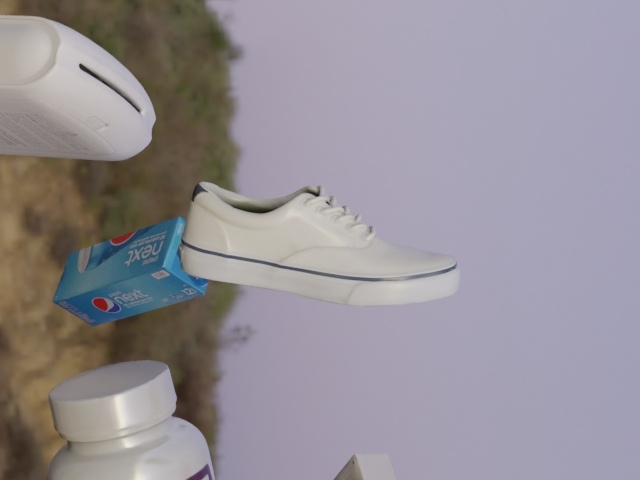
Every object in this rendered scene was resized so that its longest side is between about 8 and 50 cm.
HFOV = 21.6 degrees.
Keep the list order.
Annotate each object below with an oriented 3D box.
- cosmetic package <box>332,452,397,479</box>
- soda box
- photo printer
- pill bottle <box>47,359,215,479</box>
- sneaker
[{"bbox_3d":[0.030,0.391,2.252,0.239,0.060,0.099,-55,-137,41],"label":"cosmetic package"},{"bbox_3d":[-0.216,0.038,1.939,0.210,0.067,0.071,-16,-131,43],"label":"soda box"},{"bbox_3d":[-0.363,-0.180,1.992,0.256,0.307,0.107,40,58,-61],"label":"photo printer"},{"bbox_3d":[-0.184,0.283,1.710,0.169,0.169,0.301,-148,-134,-74],"label":"pill bottle"},{"bbox_3d":[0.000,0.000,1.504,0.094,0.258,0.091,-74,171,-74],"label":"sneaker"}]
